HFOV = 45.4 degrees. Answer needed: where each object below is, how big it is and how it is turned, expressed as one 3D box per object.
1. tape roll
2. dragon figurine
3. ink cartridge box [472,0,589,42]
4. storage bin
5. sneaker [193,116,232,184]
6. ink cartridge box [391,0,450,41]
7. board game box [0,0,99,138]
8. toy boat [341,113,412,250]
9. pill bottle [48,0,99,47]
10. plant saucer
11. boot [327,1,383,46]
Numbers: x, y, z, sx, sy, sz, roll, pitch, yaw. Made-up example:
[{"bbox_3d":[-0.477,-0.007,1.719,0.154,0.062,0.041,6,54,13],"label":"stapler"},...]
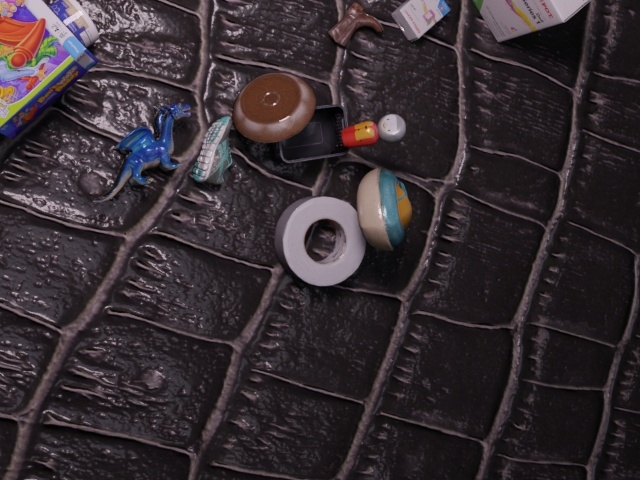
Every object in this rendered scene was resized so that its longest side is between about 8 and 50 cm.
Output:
[{"bbox_3d":[0.000,0.000,1.873,0.219,0.072,0.219,-2,95,-22],"label":"tape roll"},{"bbox_3d":[-0.402,-0.199,1.691,0.289,0.085,0.144,-32,105,-17],"label":"dragon figurine"},{"bbox_3d":[0.510,-0.632,1.913,0.117,0.278,0.201,-41,107,-14],"label":"ink cartridge box"},{"bbox_3d":[-0.030,-0.255,1.834,0.180,0.084,0.122,-11,98,-21],"label":"storage bin"},{"bbox_3d":[-0.235,-0.204,1.779,0.076,0.065,0.167,23,89,-38],"label":"sneaker"},{"bbox_3d":[0.254,-0.578,1.938,0.122,0.052,0.088,-43,108,-12],"label":"ink cartridge box"},{"bbox_3d":[-0.641,-0.407,1.495,0.233,0.078,0.347,-43,85,-1],"label":"board game box"},{"bbox_3d":[0.153,-0.135,1.806,0.148,0.267,0.319,-10,112,10],"label":"toy boat"},{"bbox_3d":[-0.569,-0.416,1.594,0.186,0.112,0.112,-41,107,-14],"label":"pill bottle"},{"bbox_3d":[-0.111,-0.316,1.755,0.198,0.036,0.199,-5,61,8],"label":"plant saucer"},{"bbox_3d":[0.086,-0.513,1.884,0.106,0.037,0.114,38,77,-7],"label":"boot"}]
